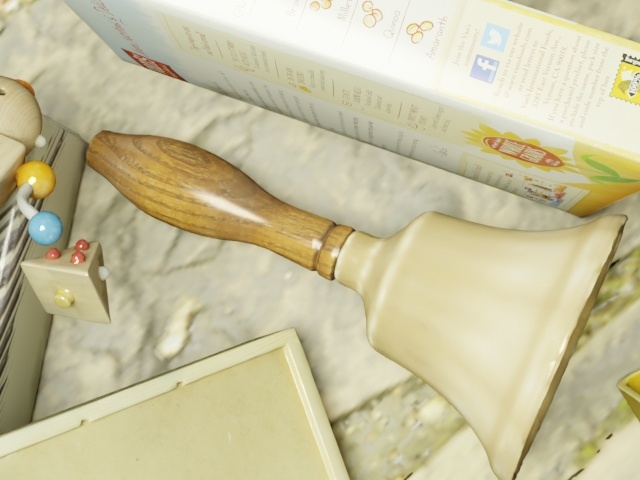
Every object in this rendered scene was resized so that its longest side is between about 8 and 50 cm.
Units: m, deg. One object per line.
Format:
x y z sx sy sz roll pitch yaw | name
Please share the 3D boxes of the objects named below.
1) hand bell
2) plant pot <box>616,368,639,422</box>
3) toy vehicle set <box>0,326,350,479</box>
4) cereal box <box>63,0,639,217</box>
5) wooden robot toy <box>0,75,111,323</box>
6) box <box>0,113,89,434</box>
0.000 0.000 0.523 0.242 0.126 0.126 24 88 15 | hand bell
0.195 0.089 0.512 0.081 0.081 0.083 -28 97 0 | plant pot
-0.039 0.187 0.487 0.166 0.035 0.266 -17 86 -37 | toy vehicle set
0.017 -0.073 0.479 0.240 0.173 0.047 20 88 2 | cereal box
-0.144 -0.033 0.454 0.173 0.076 0.079 25 52 1 | wooden robot toy
-0.190 0.072 0.516 0.113 0.094 0.275 10 88 2 | box
